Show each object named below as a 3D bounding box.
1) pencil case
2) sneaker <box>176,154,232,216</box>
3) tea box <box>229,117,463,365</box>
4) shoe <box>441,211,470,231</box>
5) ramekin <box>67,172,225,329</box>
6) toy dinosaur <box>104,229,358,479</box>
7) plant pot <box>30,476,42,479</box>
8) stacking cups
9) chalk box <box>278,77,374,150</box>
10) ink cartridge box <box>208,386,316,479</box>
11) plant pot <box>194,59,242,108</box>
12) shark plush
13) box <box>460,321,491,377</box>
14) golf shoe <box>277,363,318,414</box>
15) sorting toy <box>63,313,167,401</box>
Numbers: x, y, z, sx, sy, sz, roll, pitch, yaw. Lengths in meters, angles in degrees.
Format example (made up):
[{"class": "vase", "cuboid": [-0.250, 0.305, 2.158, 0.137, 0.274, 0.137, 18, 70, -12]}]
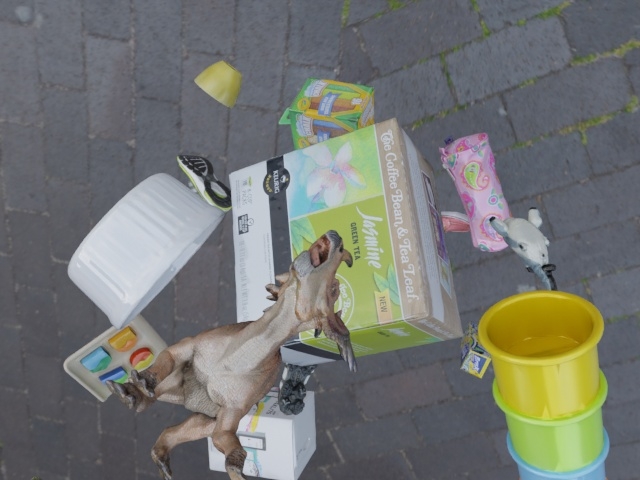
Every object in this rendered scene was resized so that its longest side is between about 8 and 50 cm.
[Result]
[{"class": "pencil case", "cuboid": [0.379, -0.115, 1.483, 0.124, 0.124, 0.284, -18, 109, 20]}, {"class": "sneaker", "cuboid": [-0.390, -0.168, 2.005, 0.300, 0.111, 0.121, 53, 129, 32]}, {"class": "tea box", "cuboid": [0.040, 0.020, 1.063, 0.324, 0.220, 0.328, -16, 68, 21]}, {"class": "shoe", "cuboid": [0.299, -0.030, 1.586, 0.178, 0.081, 0.063, 11, 152, 16]}, {"class": "ramekin", "cuboid": [-0.309, 0.011, 1.097, 0.135, 0.277, 0.277, 41, 116, -5]}, {"class": "toy dinosaur", "cuboid": [-0.074, 0.119, 0.594, 0.127, 0.200, 0.296, 55, 142, -3]}, {"class": "plant pot", "cuboid": [-0.364, 0.619, 1.027, 0.353, 0.366, 0.366, 17, 118, -10]}, {"class": "stacking cups", "cuboid": [0.211, 0.202, 0.547, 0.096, 0.096, 0.316, -9, 114, 16]}, {"class": "chalk box", "cuboid": [0.008, -0.287, 1.454, 0.213, 0.132, 0.132, 12, 143, 15]}, {"class": "ink cartridge box", "cuboid": [-0.169, 0.563, 1.847, 0.270, 0.198, 0.197, 2, 102, 17]}, {"class": "plant pot", "cuboid": [-0.282, -0.461, 1.793, 0.134, 0.134, 0.095, 36, 102, -6]}, {"class": "shark plush", "cuboid": [0.309, 0.017, 0.897, 0.073, 0.161, 0.067, -21, 135, -12]}, {"class": "box", "cuboid": [0.373, 0.261, 1.496, 0.054, 0.169, 0.059, 23, 109, 7]}, {"class": "golf shoe", "cuboid": [-0.055, 0.295, 1.407, 0.077, 0.198, 0.094, 25, 159, -8]}, {"class": "sorting toy", "cuboid": [-0.490, 0.288, 1.519, 0.038, 0.208, 0.193, 38, 160, 38]}]
